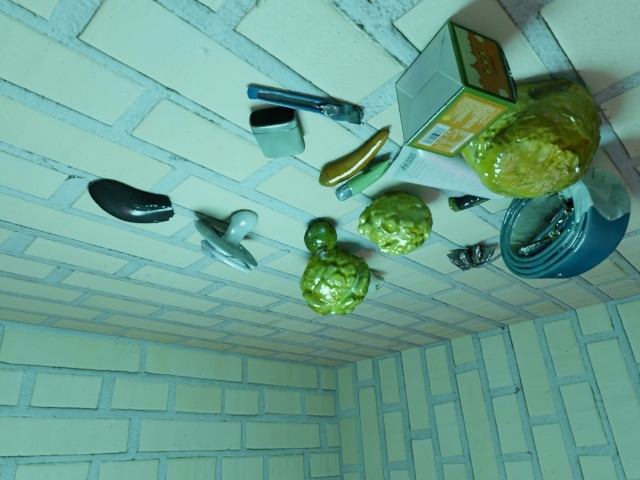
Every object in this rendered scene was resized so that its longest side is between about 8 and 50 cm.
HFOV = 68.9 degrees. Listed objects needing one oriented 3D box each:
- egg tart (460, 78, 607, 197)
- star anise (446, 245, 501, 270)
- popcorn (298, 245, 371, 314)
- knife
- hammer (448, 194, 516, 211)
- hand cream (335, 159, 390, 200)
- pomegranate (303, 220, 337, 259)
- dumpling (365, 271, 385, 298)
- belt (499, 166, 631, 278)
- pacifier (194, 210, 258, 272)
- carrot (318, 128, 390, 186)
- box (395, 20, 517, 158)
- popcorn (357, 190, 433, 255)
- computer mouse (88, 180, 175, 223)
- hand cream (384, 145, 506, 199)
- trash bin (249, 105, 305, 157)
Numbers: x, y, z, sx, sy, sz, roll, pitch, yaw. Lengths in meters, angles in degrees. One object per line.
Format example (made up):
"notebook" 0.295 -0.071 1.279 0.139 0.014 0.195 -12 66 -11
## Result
"egg tart" 0.528 -0.227 1.146 0.339 0.153 0.352 -26 125 22
"star anise" 0.642 0.074 1.936 0.209 0.089 0.231 4 166 -33
"popcorn" 0.056 0.151 1.825 0.281 0.282 0.247 8 117 -23
"knife" -0.027 -0.315 1.096 0.296 0.026 0.044 5 121 -19
"hammer" 0.532 -0.149 1.515 0.226 0.041 0.158 -23 147 33
"hand cream" 0.122 -0.172 1.341 0.174 0.046 0.095 -33 168 -2
"pomegranate" -0.003 -0.006 1.640 0.130 0.131 0.130 -3 154 -2
"dumpling" 0.184 0.189 2.084 0.198 0.136 0.119 -15 124 -24
"belt" 0.735 -0.048 1.454 0.172 0.301 0.437 2 151 -17
"pacifier" -0.282 -0.010 1.578 0.207 0.227 0.279 -51 143 3
"carrot" 0.098 -0.220 1.294 0.271 0.066 0.062 -27 -170 34
"box" 0.279 -0.309 0.988 0.148 0.178 0.195 9 151 -24
"popcorn" 0.240 -0.061 1.496 0.234 0.217 0.181 -5 128 17
"computer mouse" -0.571 -0.096 1.426 0.264 0.088 0.147 12 153 -35
"hand cream" 0.380 -0.201 1.330 0.358 0.118 0.185 10 154 -12
"trash bin" -0.104 -0.267 1.159 0.115 0.059 0.130 -5 155 7
